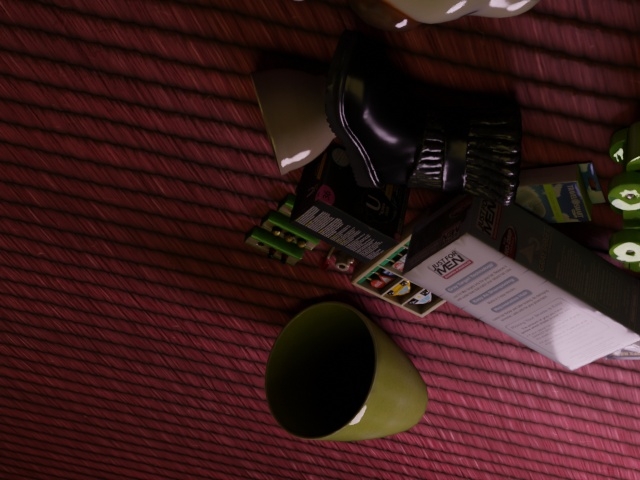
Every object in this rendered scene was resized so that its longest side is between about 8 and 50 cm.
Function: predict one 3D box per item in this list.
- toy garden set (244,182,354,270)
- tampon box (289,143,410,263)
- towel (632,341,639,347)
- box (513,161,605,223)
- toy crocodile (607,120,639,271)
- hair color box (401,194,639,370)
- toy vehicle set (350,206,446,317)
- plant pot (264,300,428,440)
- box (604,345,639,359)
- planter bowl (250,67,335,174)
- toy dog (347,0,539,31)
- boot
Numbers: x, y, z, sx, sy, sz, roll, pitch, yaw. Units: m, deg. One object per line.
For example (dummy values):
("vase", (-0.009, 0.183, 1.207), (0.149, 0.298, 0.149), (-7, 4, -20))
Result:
("toy garden set", (0.000, 0.000, 2.037), (0.204, 0.049, 0.244), (26, 144, -18))
("tampon box", (0.050, -0.059, 1.871), (0.161, 0.120, 0.101), (28, 144, -21))
("towel", (0.720, 0.138, 1.924), (0.329, 0.037, 0.237), (14, 135, -20))
("box", (0.361, -0.072, 1.821), (0.178, 0.042, 0.109), (-4, 143, 25))
("toy crocodile", (0.496, -0.064, 1.722), (0.105, 0.115, 0.340), (1, 144, 16))
("hair color box", (0.346, 0.068, 1.883), (0.375, 0.113, 0.185), (29, 144, -18))
("toy vehicle set", (0.191, 0.045, 2.050), (0.166, 0.035, 0.267), (25, 144, -17))
("plant pot", (0.085, 0.293, 2.284), (0.275, 0.274, 0.294), (-15, 153, 35))
("box", (0.619, 0.147, 2.038), (0.231, 0.056, 0.183), (-4, 143, 23))
("planter bowl", (-0.032, -0.190, 1.699), (0.109, 0.162, 0.162), (-16, 143, -2))
("toy dog", (0.149, -0.390, 1.105), (0.396, 0.407, 0.284), (24, 144, -16))
("boot", (0.163, -0.178, 1.648), (0.260, 0.131, 0.348), (8, 157, 19))
